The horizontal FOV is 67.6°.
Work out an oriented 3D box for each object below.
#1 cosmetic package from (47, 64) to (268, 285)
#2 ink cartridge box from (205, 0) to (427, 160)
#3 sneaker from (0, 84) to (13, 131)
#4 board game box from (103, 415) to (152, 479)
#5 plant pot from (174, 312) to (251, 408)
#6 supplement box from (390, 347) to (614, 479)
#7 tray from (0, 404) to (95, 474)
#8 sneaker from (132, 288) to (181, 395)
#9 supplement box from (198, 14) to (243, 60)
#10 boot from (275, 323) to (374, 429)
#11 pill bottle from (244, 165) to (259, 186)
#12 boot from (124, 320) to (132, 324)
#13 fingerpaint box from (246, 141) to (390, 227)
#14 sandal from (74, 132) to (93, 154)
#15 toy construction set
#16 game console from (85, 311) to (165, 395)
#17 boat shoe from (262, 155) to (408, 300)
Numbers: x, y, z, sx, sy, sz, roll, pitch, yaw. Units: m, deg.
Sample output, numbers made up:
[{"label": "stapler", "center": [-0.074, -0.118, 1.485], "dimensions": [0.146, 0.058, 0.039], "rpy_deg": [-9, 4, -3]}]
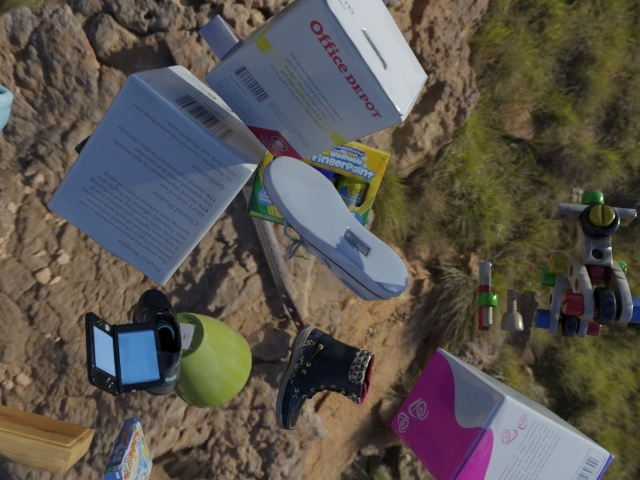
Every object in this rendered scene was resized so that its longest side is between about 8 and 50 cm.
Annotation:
[{"label": "cosmetic package", "center": [-0.381, -0.175, 1.211], "dimensions": [0.329, 0.327, 0.394], "rpy_deg": [39, 110, -14]}, {"label": "ink cartridge box", "center": [-0.014, -0.345, 1.012], "dimensions": [0.279, 0.384, 0.160], "rpy_deg": [48, 55, -27]}, {"label": "sneaker", "center": [-0.560, -0.258, 0.577], "dimensions": [0.150, 0.135, 0.366], "rpy_deg": [-40, 130, 13]}, {"label": "board game box", "center": [-0.422, 0.506, 1.060], "dimensions": [0.035, 0.201, 0.136], "rpy_deg": [-12, 103, -8]}, {"label": "plant pot", "center": [-0.373, 0.336, 1.438], "dimensions": [0.274, 0.293, 0.275], "rpy_deg": [-3, 60, 4]}, {"label": "supplement box", "center": [0.207, 0.229, 0.546], "dimensions": [0.220, 0.114, 0.111], "rpy_deg": [32, 90, -29]}, {"label": "tray", "center": [-0.866, 0.524, 1.317], "dimensions": [0.410, 0.203, 0.076], "rpy_deg": [18, 81, -6]}, {"label": "sneaker", "center": [-0.325, 0.183, 0.988], "dimensions": [0.101, 0.267, 0.106], "rpy_deg": [5, 124, -31]}, {"label": "supplement box", "center": [-0.242, -0.534, 1.359], "dimensions": [0.073, 0.239, 0.130], "rpy_deg": [-36, 94, 10]}, {"label": "boot", "center": [0.016, 0.512, 1.675], "dimensions": [0.284, 0.138, 0.377], "rpy_deg": [13, 81, 21]}, {"label": "pill bottle", "center": [-0.293, -0.294, 1.936], "dimensions": [0.278, 0.162, 0.162], "rpy_deg": [-10, 94, -48]}, {"label": "boot", "center": [-0.609, 0.357, 1.802], "dimensions": [0.123, 0.258, 0.095], "rpy_deg": [-30, 137, -54]}, {"label": "fingerpaint box", "center": [-0.017, -0.222, 1.798], "dimensions": [0.444, 0.163, 0.371], "rpy_deg": [16, 105, -11]}, {"label": "sandal", "center": [-0.640, -0.257, 1.389], "dimensions": [0.097, 0.254, 0.054], "rpy_deg": [-44, 98, -12]}, {"label": "toy construction set", "center": [0.436, 0.048, 0.873], "dimensions": [0.257, 0.308, 0.237], "rpy_deg": [25, 65, -50]}, {"label": "game console", "center": [-0.308, 0.172, 0.753], "dimensions": [0.071, 0.107, 0.122], "rpy_deg": [-22, 56, -1]}, {"label": "boat shoe", "center": [0.005, -0.005, 0.975], "dimensions": [0.367, 0.156, 0.136], "rpy_deg": [41, 52, -15]}]
